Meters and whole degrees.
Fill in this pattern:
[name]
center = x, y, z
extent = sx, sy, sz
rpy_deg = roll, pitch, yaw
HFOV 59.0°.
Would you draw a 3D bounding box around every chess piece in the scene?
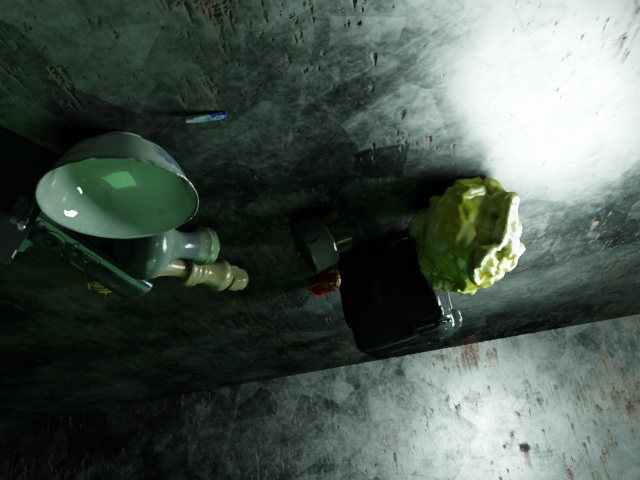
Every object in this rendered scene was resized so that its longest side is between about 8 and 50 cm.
[chess piece]
center = -0.384, 0.090, 1.668
extent = 0.397, 0.117, 0.117
rpy_deg = 16, 144, -42

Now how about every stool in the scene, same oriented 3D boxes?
[stool]
center = -0.004, -0.008, 1.583
extent = 0.139, 0.228, 0.153
rpy_deg = -26, 112, -10

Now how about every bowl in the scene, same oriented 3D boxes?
[bowl]
center = -0.412, -0.136, 1.176
extent = 0.314, 0.146, 0.313
rpy_deg = -6, 153, -3

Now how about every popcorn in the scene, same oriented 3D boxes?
[popcorn]
center = 0.409, -0.013, 1.532
extent = 0.312, 0.312, 0.312
rpy_deg = -7, 153, -4

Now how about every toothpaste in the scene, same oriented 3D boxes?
[toothpaste]
center = -0.233, -0.251, 1.154
extent = 0.083, 0.015, 0.024
rpy_deg = -10, 152, -11

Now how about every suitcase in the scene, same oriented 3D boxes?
[suitcase]
center = 0.227, 0.168, 1.741
extent = 0.339, 0.345, 0.188
rpy_deg = -22, 154, 20

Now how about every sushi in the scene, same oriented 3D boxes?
[sushi]
center = -0.633, 0.100, 1.631
extent = 0.097, 0.103, 0.226
rpy_deg = -27, 159, -26

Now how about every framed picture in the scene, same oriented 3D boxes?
[framed picture]
center = -0.691, -0.113, 1.081
extent = 0.014, 0.255, 0.339
rpy_deg = 25, 176, 37

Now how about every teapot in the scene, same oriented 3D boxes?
[teapot]
center = -0.391, 0.009, 1.458
extent = 0.183, 0.183, 0.251
rpy_deg = -32, 157, 37

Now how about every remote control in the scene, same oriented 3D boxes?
[remote control]
center = -0.599, 0.036, 1.415
extent = 0.107, 0.044, 0.377
rpy_deg = -29, 130, 24

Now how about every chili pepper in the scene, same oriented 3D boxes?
[chili pepper]
center = 0.020, 0.152, 1.959
extent = 0.123, 0.073, 0.070
rpy_deg = -24, -168, 32

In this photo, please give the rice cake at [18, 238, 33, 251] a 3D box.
[rice cake]
center = -0.683, -0.032, 1.408
extent = 0.245, 0.042, 0.045
rpy_deg = -21, 137, 24
